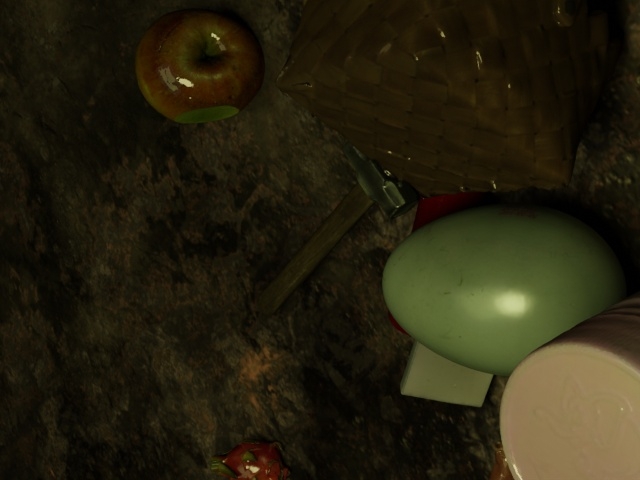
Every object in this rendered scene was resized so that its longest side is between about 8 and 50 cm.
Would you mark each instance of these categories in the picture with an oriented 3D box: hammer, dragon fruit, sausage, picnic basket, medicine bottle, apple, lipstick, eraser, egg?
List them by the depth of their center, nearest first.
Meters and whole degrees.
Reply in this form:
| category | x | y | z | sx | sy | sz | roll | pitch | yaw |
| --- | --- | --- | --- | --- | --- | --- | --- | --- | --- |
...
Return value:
| category | x | y | z | sx | sy | sz | roll | pitch | yaw |
| --- | --- | --- | --- | --- | --- | --- | --- | --- | --- |
| medicine bottle | 0.332 | 0.134 | 1.112 | 0.202 | 0.316 | 0.202 | 22 | 122 | 40 |
| picnic basket | 0.142 | -0.228 | 1.219 | 0.254 | 0.291 | 0.321 | 0 | 62 | 49 |
| egg | 0.190 | 0.051 | 1.317 | 0.264 | 0.183 | 0.183 | 2 | 108 | 27 |
| lipstick | 0.139 | 0.003 | 1.445 | 0.080 | 0.080 | 0.241 | 34 | 128 | 33 |
| eraser | 0.162 | 0.127 | 1.464 | 0.023 | 0.103 | 0.150 | -90 | 12 | -57 |
| sausage | 0.216 | 0.315 | 1.522 | 0.042 | 0.036 | 0.158 | 11 | 119 | 6 |
| hammer | 0.000 | 0.000 | 1.622 | 0.111 | 0.043 | 0.365 | 56 | 139 | 14 |
| apple | -0.164 | -0.230 | 1.643 | 0.147 | 0.163 | 0.146 | 141 | 119 | -70 |
| dragon fruit | -0.106 | 0.334 | 1.834 | 0.116 | 0.086 | 0.081 | -6 | 78 | 37 |
